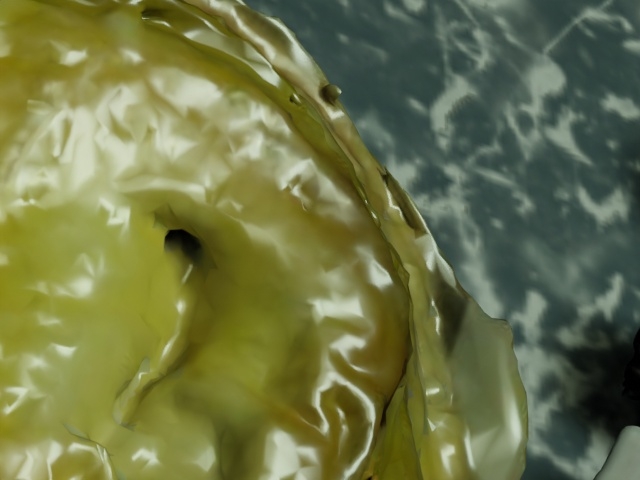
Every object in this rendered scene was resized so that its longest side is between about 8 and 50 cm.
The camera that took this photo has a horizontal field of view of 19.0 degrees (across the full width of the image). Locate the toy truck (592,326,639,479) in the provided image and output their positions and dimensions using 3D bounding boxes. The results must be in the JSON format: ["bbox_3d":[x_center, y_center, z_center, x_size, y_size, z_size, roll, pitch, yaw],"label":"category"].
[{"bbox_3d":[0.200,0.042,0.749,0.136,0.111,0.286,23,53,19],"label":"toy truck"}]

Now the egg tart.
[{"bbox_3d":[-0.085,0.028,0.526,0.341,0.129,0.341,11,61,-21],"label":"egg tart"}]
